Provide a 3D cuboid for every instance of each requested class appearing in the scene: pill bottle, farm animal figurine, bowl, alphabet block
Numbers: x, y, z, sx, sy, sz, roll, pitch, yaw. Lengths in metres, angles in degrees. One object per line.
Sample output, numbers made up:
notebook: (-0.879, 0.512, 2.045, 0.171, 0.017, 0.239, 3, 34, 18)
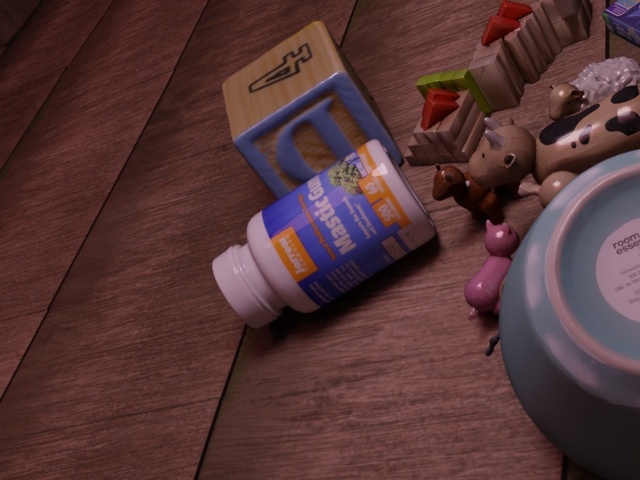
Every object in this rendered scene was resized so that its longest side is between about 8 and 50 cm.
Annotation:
pill bottle: (0.000, 0.000, 1.213, 0.272, 0.152, 0.152, -33, 34, 9)
farm animal figurine: (0.261, -0.067, 1.029, 0.327, 0.172, 0.330, -32, 34, 9)
bowl: (0.291, 0.046, 0.772, 0.312, 0.163, 0.311, -7, 67, 18)
alphabet block: (-0.016, -0.180, 1.408, 0.193, 0.192, 0.197, -30, 34, 10)

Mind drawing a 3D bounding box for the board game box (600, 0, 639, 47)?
board game box: (0.481, -0.299, 1.219, 0.136, 0.035, 0.201, -35, 34, 5)

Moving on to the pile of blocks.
pile of blocks: (0.238, -0.265, 1.337, 0.362, 0.112, 0.149, -45, 34, -10)
